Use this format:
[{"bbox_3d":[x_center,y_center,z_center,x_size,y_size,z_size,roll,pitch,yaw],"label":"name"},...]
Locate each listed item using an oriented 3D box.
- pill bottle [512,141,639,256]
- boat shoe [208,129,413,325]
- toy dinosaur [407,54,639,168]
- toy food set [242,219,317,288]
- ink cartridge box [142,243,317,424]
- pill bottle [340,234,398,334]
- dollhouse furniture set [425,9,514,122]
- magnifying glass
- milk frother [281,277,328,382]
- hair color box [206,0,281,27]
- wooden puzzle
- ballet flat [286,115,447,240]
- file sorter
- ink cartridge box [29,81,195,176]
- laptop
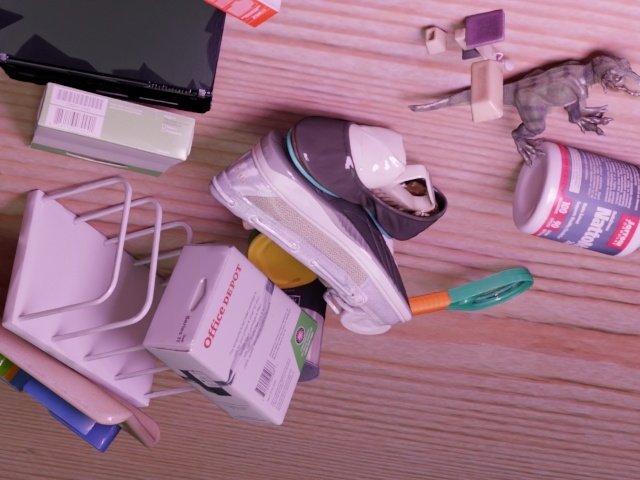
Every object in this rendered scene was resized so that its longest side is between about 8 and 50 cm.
[{"bbox_3d":[0.320,-0.040,1.858,0.180,0.108,0.108,14,152,-13],"label":"pill bottle"},{"bbox_3d":[0.000,0.001,1.910,0.103,0.118,0.320,-32,132,16],"label":"boat shoe"},{"bbox_3d":[0.238,-0.141,1.744,0.268,0.064,0.118,-9,142,33],"label":"toy dinosaur"},{"bbox_3d":[-0.038,-0.018,2.046,0.128,0.071,0.218,-18,154,-4],"label":"toy food set"},{"bbox_3d":[-0.110,0.118,2.050,0.086,0.153,0.208,2,150,37],"label":"ink cartridge box"},{"bbox_3d":[0.064,0.054,2.086,0.067,0.120,0.067,6,152,3],"label":"pill bottle"},{"bbox_3d":[0.160,-0.159,1.668,0.091,0.114,0.081,-10,152,26],"label":"dollhouse furniture set"},{"bbox_3d":[0.176,0.071,2.086,0.231,0.026,0.092,-11,161,-35],"label":"magnifying glass"},{"bbox_3d":[-0.032,0.132,2.244,0.129,0.135,0.143,-14,146,37],"label":"milk frother"},{"bbox_3d":[-0.102,-0.270,1.566,0.141,0.072,0.043,27,147,-30],"label":"hair color box"},{"bbox_3d":[-0.387,0.192,2.279,0.322,0.080,0.348,34,173,9],"label":"wooden puzzle"},{"bbox_3d":[0.066,-0.082,1.874,0.096,0.095,0.280,-18,155,23],"label":"ballet flat"},{"bbox_3d":[-0.242,0.065,2.113,0.173,0.193,0.277,-14,146,30],"label":"file sorter"},{"bbox_3d":[-0.247,-0.125,1.898,0.171,0.056,0.235,13,176,-12],"label":"ink cartridge box"},{"bbox_3d":[-0.219,-0.231,1.734,0.234,0.137,0.264,10,178,-4],"label":"laptop"}]
